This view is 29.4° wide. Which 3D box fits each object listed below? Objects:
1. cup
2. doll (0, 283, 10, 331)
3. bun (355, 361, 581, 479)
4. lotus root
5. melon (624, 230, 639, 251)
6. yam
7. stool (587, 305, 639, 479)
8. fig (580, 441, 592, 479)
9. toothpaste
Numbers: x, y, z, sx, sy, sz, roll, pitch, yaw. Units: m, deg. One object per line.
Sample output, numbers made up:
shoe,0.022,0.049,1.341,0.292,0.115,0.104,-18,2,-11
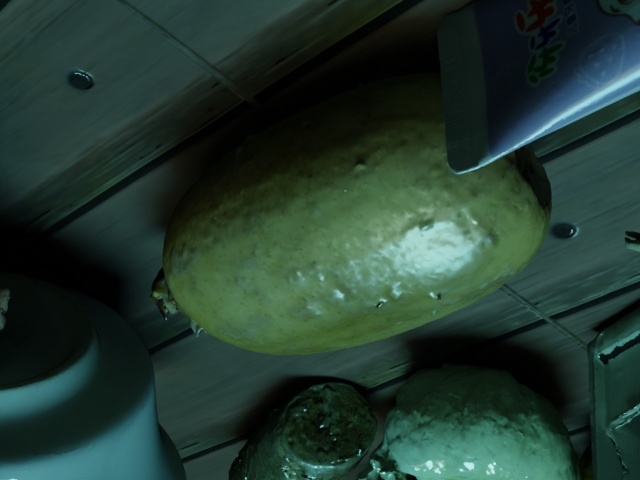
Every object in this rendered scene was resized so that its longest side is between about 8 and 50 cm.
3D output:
cup,-0.271,0.134,0.967,0.347,0.347,0.163,9,119,-1
doll,-0.346,-0.059,0.878,0.303,0.156,0.201,32,156,16
bun,0.124,0.183,1.078,0.204,0.126,0.212,31,139,-31
lotus root,0.000,0.000,0.840,0.343,0.151,0.169,-24,132,32
melon,0.333,-0.018,0.658,0.330,0.268,0.268,-13,138,20
yam,-0.021,0.209,1.172,0.107,0.107,0.183,19,139,-14
stool,0.337,0.157,0.881,0.170,0.269,0.243,25,140,-19
fig,0.302,0.233,1.113,0.154,0.144,0.165,-23,162,-21
toothpaste,0.222,-0.148,0.639,0.371,0.125,0.080,-24,139,32
